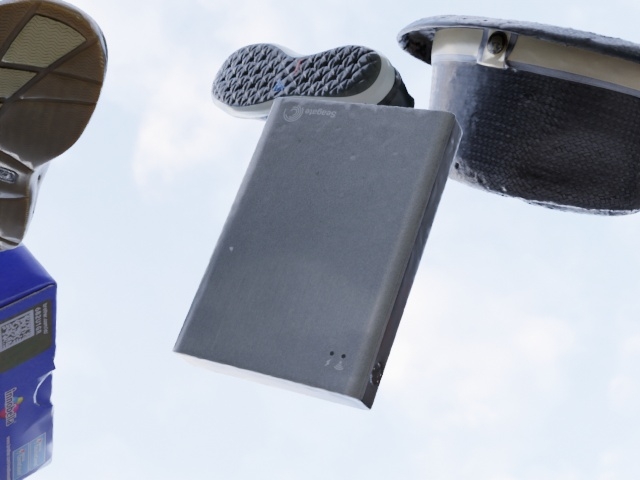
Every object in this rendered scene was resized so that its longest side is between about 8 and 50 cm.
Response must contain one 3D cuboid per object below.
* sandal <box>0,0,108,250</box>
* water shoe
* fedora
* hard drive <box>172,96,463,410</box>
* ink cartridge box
[{"bbox_3d":[-0.153,-0.059,0.483,0.072,0.049,0.180,23,-41,-14],"label":"sandal"},{"bbox_3d":[-0.012,-0.120,0.847,0.080,0.203,0.072,40,-110,-43],"label":"water shoe"},{"bbox_3d":[0.222,-0.110,0.959,0.334,0.334,0.152,12,-85,-31],"label":"fedora"},{"bbox_3d":[0.000,0.000,0.438,0.022,0.094,0.135,50,-125,-54],"label":"hard drive"},{"bbox_3d":[-0.363,0.067,0.861,0.151,0.395,0.270,-28,-32,-37],"label":"ink cartridge box"}]
